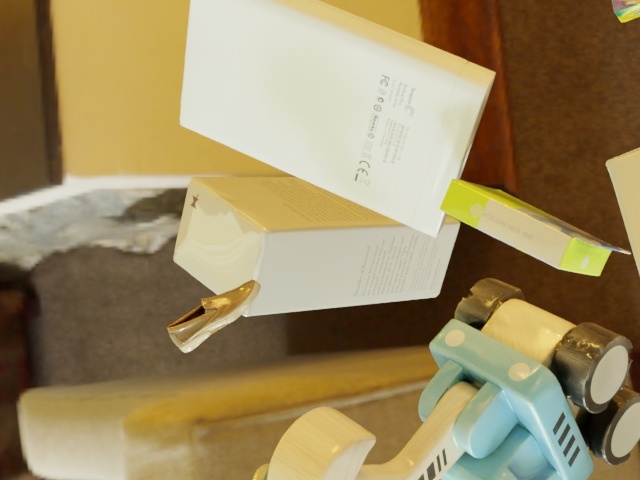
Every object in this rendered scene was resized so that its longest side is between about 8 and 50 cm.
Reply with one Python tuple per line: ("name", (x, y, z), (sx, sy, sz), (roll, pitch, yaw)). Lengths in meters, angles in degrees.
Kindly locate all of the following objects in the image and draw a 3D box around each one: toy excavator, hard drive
("toy excavator", (0.178, 0.250, 1.401), (0.222, 0.433, 0.445), (26, 67, 42))
("hard drive", (0.006, -0.163, 1.290), (0.353, 0.047, 0.233), (24, 136, 11))

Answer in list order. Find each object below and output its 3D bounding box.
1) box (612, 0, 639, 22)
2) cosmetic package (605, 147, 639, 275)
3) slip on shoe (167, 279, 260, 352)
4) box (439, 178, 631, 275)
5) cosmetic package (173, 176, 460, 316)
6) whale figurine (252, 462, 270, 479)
("box", (0.516, -0.399, 1.628), (0.179, 0.043, 0.105), (-15, 67, 27))
("cosmetic package", (0.325, 0.110, 0.717), (0.155, 0.197, 0.365), (-22, 62, 22))
("slip on shoe", (-0.141, 0.091, 1.457), (0.135, 0.041, 0.051), (-37, 19, 5))
("box", (0.229, -0.011, 1.188), (0.178, 0.109, 0.042), (30, 103, 35))
("cosmetic package", (0.000, 0.000, 1.945), (0.230, 0.453, 0.161), (34, 116, 44))
("whale figurine", (-0.053, 0.413, 1.544), (0.141, 0.272, 0.216), (11, 108, 23))
